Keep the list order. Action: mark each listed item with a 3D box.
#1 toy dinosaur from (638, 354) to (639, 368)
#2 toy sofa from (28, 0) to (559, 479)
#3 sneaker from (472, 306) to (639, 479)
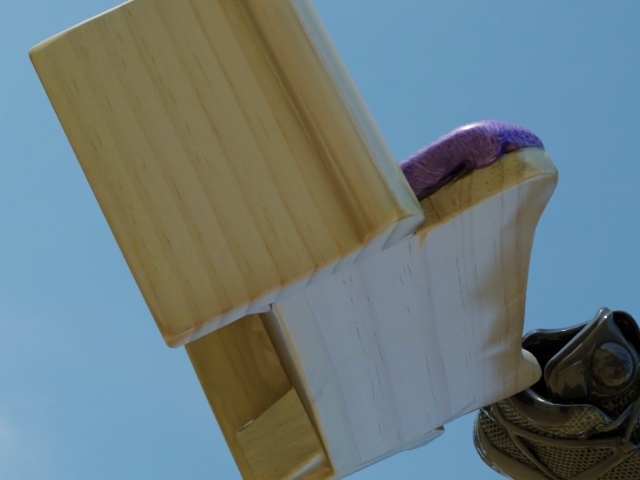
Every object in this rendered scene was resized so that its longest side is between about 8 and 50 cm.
[{"bbox_3d":[0.300,0.040,0.941,0.164,0.322,0.218,-114,-163,-55],"label":"toy dinosaur"},{"bbox_3d":[0.000,0.000,0.906,0.150,0.177,0.362,63,-4,20],"label":"toy sofa"},{"bbox_3d":[0.197,0.119,1.087,0.228,0.087,0.130,25,-30,18],"label":"sneaker"}]
